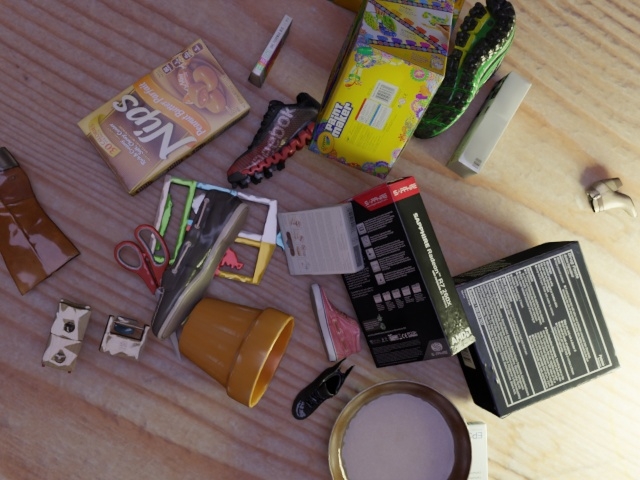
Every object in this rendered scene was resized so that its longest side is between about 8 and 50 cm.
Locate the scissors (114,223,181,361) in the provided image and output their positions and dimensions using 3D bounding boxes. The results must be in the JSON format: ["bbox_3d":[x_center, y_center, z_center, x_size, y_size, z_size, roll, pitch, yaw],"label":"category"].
[{"bbox_3d":[-0.330,0.110,1.695,0.109,0.021,0.297,-29,98,-1],"label":"scissors"}]

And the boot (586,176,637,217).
[{"bbox_3d":[0.675,-0.088,1.864,0.087,0.042,0.119,-29,90,-2],"label":"boot"}]

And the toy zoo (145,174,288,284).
[{"bbox_3d":[-0.212,-0.017,1.734,0.293,0.030,0.193,14,86,-7],"label":"toy zoo"}]

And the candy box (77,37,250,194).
[{"bbox_3d":[-0.328,-0.259,1.700,0.316,0.087,0.183,-37,93,-8],"label":"candy box"}]

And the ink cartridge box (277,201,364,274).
[{"bbox_3d":[0.000,0.000,1.697,0.045,0.179,0.146,-23,105,-47],"label":"ink cartridge box"}]

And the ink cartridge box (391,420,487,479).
[{"bbox_3d":[0.260,0.518,1.768,0.223,0.045,0.224,-1,87,-8],"label":"ink cartridge box"}]

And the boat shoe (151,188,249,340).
[{"bbox_3d":[-0.269,0.045,1.661,0.095,0.112,0.335,29,78,12],"label":"boat shoe"}]

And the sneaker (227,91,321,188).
[{"bbox_3d":[-0.101,-0.222,1.727,0.276,0.097,0.135,-36,93,-10],"label":"sneaker"}]

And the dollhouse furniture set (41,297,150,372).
[{"bbox_3d":[-0.462,0.209,1.643,0.183,0.129,0.129,18,85,-16],"label":"dollhouse furniture set"}]

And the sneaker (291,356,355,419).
[{"bbox_3d":[0.004,0.320,1.719,0.051,0.089,0.170,44,82,-4],"label":"sneaker"}]

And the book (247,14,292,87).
[{"bbox_3d":[-0.106,-0.410,1.735,0.035,0.096,0.144,30,83,-5],"label":"book"}]

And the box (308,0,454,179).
[{"bbox_3d":[0.124,-0.336,1.616,0.177,0.290,0.279,21,47,-7],"label":"box"}]

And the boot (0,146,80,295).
[{"bbox_3d":[-0.683,-0.011,1.656,0.264,0.096,0.281,-33,100,-16],"label":"boot"}]

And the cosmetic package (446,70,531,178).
[{"bbox_3d":[0.375,-0.258,1.798,0.060,0.099,0.239,32,83,-3],"label":"cosmetic package"}]

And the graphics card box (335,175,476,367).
[{"bbox_3d":[0.155,0.072,1.680,0.094,0.232,0.371,-20,89,-42],"label":"graphics card box"}]

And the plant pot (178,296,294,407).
[{"bbox_3d":[-0.181,0.212,1.656,0.187,0.205,0.205,24,84,9],"label":"plant pot"}]

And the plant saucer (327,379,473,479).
[{"bbox_3d":[0.169,0.452,1.714,0.310,0.050,0.311,0,86,-3],"label":"plant saucer"}]

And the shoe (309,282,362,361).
[{"bbox_3d":[0.034,0.171,1.747,0.081,0.063,0.178,-16,95,-10],"label":"shoe"}]

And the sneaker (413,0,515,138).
[{"bbox_3d":[0.323,-0.363,1.778,0.134,0.146,0.344,43,100,22],"label":"sneaker"}]

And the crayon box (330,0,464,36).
[{"bbox_3d":[0.168,-0.589,1.791,0.322,0.083,0.203,22,84,-6],"label":"crayon box"}]

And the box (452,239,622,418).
[{"bbox_3d":[0.444,0.186,1.742,0.293,0.183,0.296,-19,91,-7],"label":"box"}]
